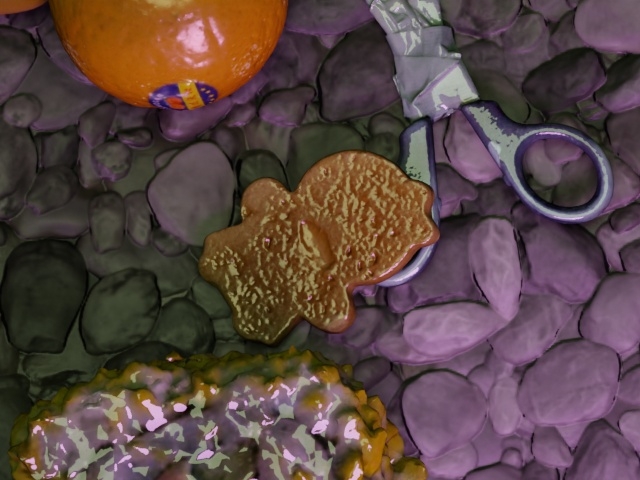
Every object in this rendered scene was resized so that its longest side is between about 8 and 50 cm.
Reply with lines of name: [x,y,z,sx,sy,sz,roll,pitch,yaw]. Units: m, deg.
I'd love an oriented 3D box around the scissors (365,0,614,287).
scissors: [0.108,-0.165,1.699,0.256,0.029,0.383,-17,78,5]

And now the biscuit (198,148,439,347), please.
biscuit: [0.000,0.000,1.666,0.225,0.036,0.166,-36,76,8]

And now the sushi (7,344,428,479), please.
sushi: [-0.066,0.284,1.534,0.351,0.240,0.396,-10,78,3]

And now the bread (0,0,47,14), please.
bread: [-0.346,-0.282,1.707,0.217,0.098,0.147,2,81,5]

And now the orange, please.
orange: [-0.140,-0.227,1.648,0.219,0.193,0.219,-4,64,8]
